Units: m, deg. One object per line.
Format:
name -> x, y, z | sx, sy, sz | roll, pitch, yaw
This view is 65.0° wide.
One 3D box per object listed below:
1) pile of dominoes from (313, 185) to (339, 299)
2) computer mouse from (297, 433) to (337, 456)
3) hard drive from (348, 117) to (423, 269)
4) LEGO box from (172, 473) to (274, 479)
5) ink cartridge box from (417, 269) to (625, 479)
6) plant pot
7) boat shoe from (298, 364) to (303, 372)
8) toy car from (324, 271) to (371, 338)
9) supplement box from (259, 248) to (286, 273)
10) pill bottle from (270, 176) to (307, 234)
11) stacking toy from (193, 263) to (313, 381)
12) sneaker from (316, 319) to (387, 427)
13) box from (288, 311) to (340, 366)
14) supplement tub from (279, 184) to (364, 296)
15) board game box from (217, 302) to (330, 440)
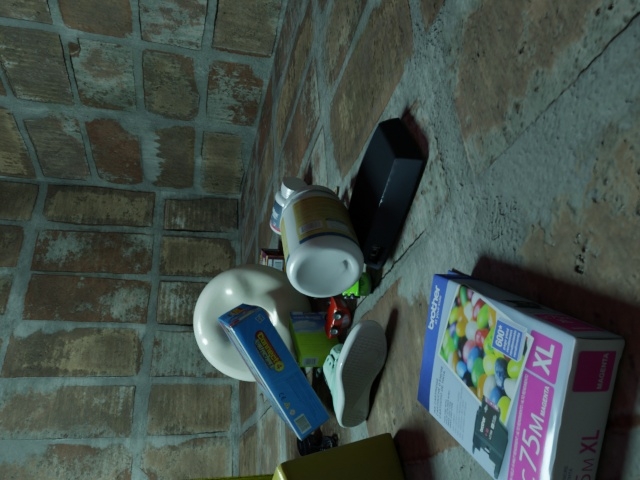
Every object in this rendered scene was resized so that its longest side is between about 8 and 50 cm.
pile of dominoes -> 0.000, 0.000, 1.179 | 0.195, 0.040, 0.251 | 113, 163, -53
computer mouse -> -0.004, 0.522, 1.285 | 0.242, 0.041, 0.071 | 139, 124, -60
hard drive -> 0.111, -0.088, 0.957 | 0.171, 0.054, 0.254 | -103, 22, -47
LEGO box -> -0.260, 0.728, 1.282 | 0.372, 0.501, 0.193 | 117, 152, -54
ink cartridge box -> 0.193, 0.150, 0.590 | 0.311, 0.065, 0.185 | -145, 61, -75
plant pot -> 0.041, 0.479, 0.832 | 0.187, 0.213, 0.212 | -120, 34, -41
boat shoe -> -0.084, 0.445, 1.512 | 0.207, 0.073, 0.073 | -118, 36, -63
toy car -> 0.064, 0.099, 1.093 | 0.225, 0.053, 0.238 | 159, 113, -73
supplement box -> -0.188, 0.096, 1.972 | 0.188, 0.081, 0.103 | -151, 66, -74
pill bottle -> -0.101, -0.114, 1.652 | 0.107, 0.108, 0.180 | -103, 23, -48
stacking toy -> -0.192, 0.220, 1.654 | 0.480, 0.351, 0.349 | -83, -2, -84
sneaker -> 0.052, 0.233, 1.007 | 0.151, 0.094, 0.255 | -120, 34, -54
box -> -0.015, 0.240, 1.237 | 0.178, 0.109, 0.042 | -116, 32, -62
supplement tub -> -0.003, -0.004, 0.982 | 0.199, 0.145, 0.144 | -103, 22, -48
board game box -> -0.131, 0.311, 1.266 | 0.308, 0.086, 0.302 | 59, 163, -5
